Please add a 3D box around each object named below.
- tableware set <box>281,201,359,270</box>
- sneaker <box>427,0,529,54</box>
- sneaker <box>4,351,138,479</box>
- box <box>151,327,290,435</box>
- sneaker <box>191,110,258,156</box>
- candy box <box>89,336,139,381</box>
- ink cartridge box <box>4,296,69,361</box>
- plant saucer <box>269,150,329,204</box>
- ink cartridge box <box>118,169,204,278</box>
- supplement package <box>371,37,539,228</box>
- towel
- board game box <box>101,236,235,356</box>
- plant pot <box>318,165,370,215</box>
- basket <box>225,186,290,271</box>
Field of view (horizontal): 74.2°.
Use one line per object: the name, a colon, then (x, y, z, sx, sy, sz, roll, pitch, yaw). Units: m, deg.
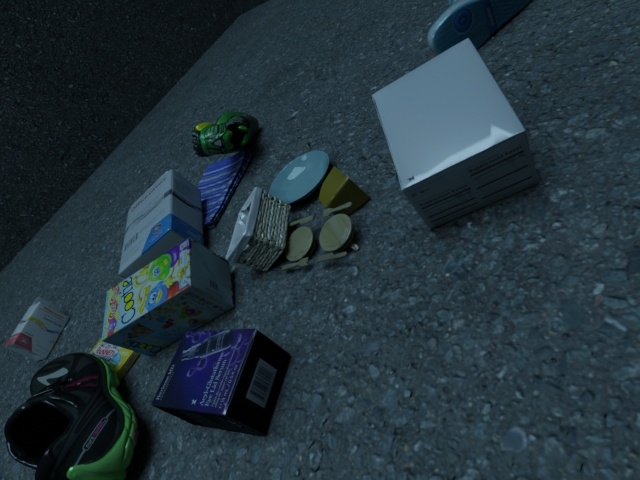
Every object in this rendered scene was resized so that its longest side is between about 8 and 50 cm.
tableware set: (0.000, 0.000, 0.929, 0.194, 0.039, 0.128, -16, 55, 39)
sneaker: (0.377, -0.606, 1.126, 0.319, 0.127, 0.208, -34, 38, -5)
sneaker: (-0.561, 0.360, 0.919, 0.482, 0.202, 0.185, 8, 77, 47)
box: (-0.181, 0.255, 0.776, 0.207, 0.108, 0.153, -11, 47, 34)
sneaker: (-0.287, -0.355, 1.443, 0.146, 0.134, 0.343, 5, 28, 15)
candy box: (-0.563, 0.315, 1.133, 0.206, 0.027, 0.105, 9, 57, 46)
ink cartridge box: (-0.942, 0.289, 1.431, 0.067, 0.115, 0.198, -21, 42, 27)
plant saucer: (-0.051, -0.159, 1.134, 0.195, 0.037, 0.195, -25, 39, 23)
ink cartridge box: (-0.480, -0.037, 1.294, 0.223, 0.129, 0.307, -38, 41, 17)
supplement package: (0.236, -0.194, 0.776, 0.204, 0.145, 0.262, -25, 52, 22)
towel: (-0.376, -0.164, 1.437, 0.243, 0.040, 0.336, -10, 47, 37)
board game box: (-0.362, 0.140, 1.010, 0.275, 0.144, 0.142, -30, 49, 15)
plant pot: (0.045, -0.101, 0.959, 0.083, 0.081, 0.081, -50, 36, 8)
basket: (-0.143, -0.023, 1.003, 0.113, 0.103, 0.167, -48, 25, 40)
